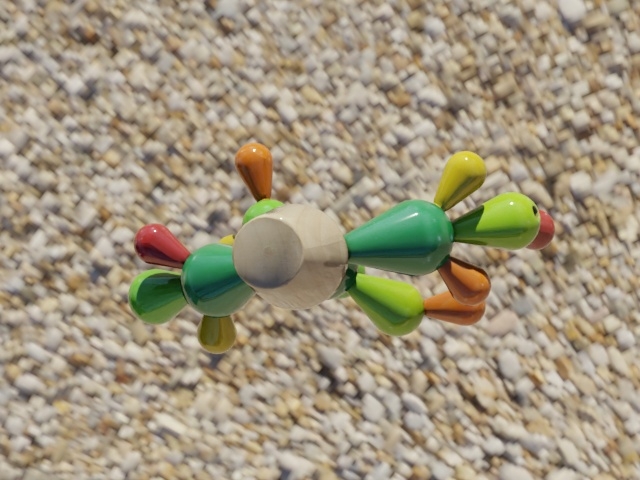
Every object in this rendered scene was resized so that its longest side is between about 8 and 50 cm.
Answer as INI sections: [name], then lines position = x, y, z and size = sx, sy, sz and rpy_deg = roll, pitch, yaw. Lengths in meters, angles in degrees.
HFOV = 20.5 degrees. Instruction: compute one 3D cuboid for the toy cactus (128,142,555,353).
[toy cactus]
position = 0.000, 0.000, 0.866
size = 0.219, 0.180, 0.112
rpy_deg = -1, 87, 12
